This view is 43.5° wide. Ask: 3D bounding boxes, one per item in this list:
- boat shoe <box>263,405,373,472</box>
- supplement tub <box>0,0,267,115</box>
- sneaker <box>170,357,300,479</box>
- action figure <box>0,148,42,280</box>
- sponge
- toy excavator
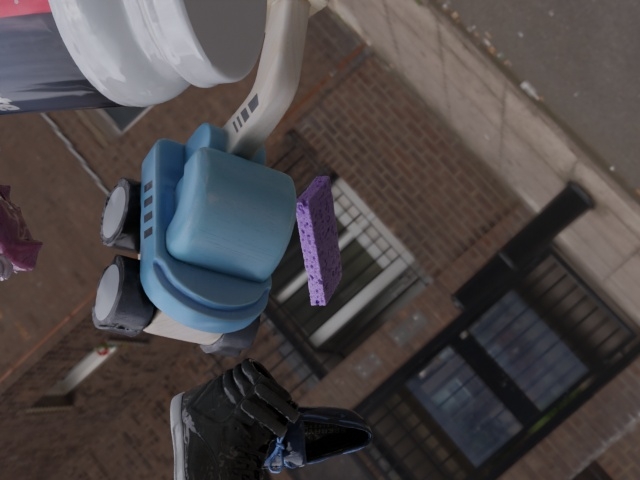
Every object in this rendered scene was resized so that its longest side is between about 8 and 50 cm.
[{"bbox_3d":[-0.041,0.293,1.222,0.089,0.258,0.109,-176,78,-66],"label":"boat shoe"},{"bbox_3d":[-0.194,-0.188,0.573,0.191,0.272,0.191,-1,-90,-73],"label":"supplement tub"},{"bbox_3d":[-0.089,0.250,0.951,0.104,0.147,0.296,48,-171,-35],"label":"sneaker"},{"bbox_3d":[-0.509,-0.062,1.086,0.370,0.248,0.276,92,178,-78],"label":"action figure"},{"bbox_3d":[0.000,0.000,1.444,0.117,0.031,0.210,-57,-37,-55],"label":"sponge"},{"bbox_3d":[-0.118,-0.109,1.130,0.222,0.445,0.433,19,-134,-32],"label":"toy excavator"}]
